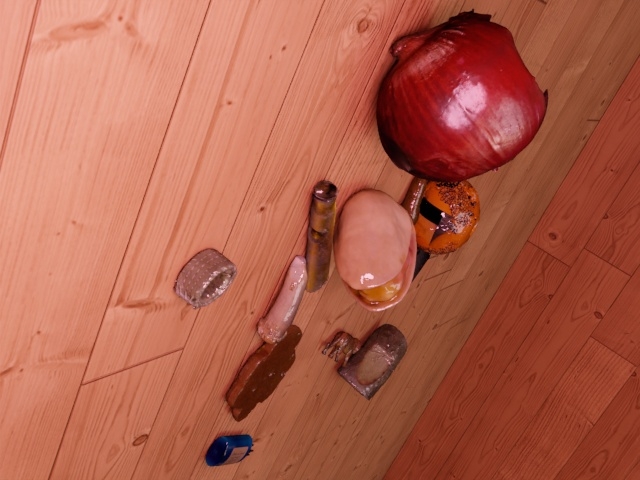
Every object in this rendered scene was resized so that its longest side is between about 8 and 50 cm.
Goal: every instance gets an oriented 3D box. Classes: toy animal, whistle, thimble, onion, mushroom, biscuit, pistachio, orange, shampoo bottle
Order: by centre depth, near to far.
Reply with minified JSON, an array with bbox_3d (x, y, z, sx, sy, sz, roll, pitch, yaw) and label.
[{"bbox_3d":[-0.207,0.069,1.248,0.110,0.062,0.084,-46,156,-17],"label":"thimble"},{"bbox_3d":[0.260,-0.258,1.359,0.341,0.341,0.341,-41,153,-27],"label":"onion"},{"bbox_3d":[0.001,0.001,1.542,0.068,0.057,0.326,-39,152,-31],"label":"whistle"},{"bbox_3d":[0.123,0.014,1.559,0.187,0.187,0.299,94,-4,-49],"label":"pistachio"},{"bbox_3d":[-0.076,0.135,1.575,0.084,0.071,0.209,-9,127,-65],"label":"mushroom"},{"bbox_3d":[-0.143,0.329,1.730,0.290,0.041,0.208,-58,155,10],"label":"biscuit"},{"bbox_3d":[-0.235,0.559,1.854,0.087,0.050,0.183,-57,156,0],"label":"shampoo bottle"},{"bbox_3d":[0.351,-0.072,1.952,0.234,0.182,0.234,-53,156,-36],"label":"orange"},{"bbox_3d":[0.064,0.318,2.088,0.099,0.057,0.241,-58,155,-8],"label":"toy animal"}]

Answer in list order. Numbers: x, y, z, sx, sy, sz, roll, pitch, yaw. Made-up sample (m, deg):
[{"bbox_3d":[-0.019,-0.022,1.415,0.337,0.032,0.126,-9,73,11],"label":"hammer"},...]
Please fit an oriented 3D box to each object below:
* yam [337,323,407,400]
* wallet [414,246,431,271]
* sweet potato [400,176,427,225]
[{"bbox_3d":[0.171,0.407,2.288,0.254,0.154,0.154,-45,155,-29],"label":"yam"},{"bbox_3d":[0.289,0.054,2.132,0.262,0.071,0.221,-44,154,-37],"label":"wallet"},{"bbox_3d":[0.237,-0.075,1.870,0.067,0.067,0.274,-15,130,-55],"label":"sweet potato"}]
